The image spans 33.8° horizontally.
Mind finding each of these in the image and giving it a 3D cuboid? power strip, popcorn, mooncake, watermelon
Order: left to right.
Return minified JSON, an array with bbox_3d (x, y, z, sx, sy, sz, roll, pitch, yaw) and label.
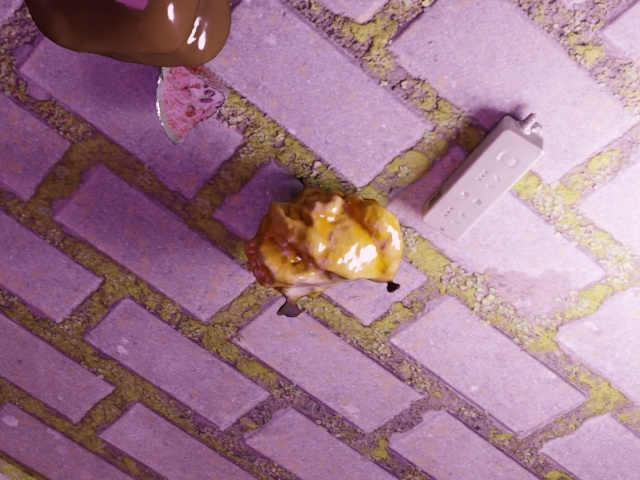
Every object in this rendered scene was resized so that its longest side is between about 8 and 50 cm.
[{"bbox_3d":[-0.269,-0.493,1.624,0.262,0.467,0.467,11,131,11],"label":"mooncake"},{"bbox_3d":[-0.244,-0.280,2.041,0.139,0.071,0.187,3,122,1],"label":"watermelon"},{"bbox_3d":[0.000,0.000,2.118,0.315,0.281,0.297,-13,170,-11],"label":"popcorn"},{"bbox_3d":[0.318,-0.124,2.046,0.098,0.058,0.338,30,129,-12],"label":"power strip"}]
